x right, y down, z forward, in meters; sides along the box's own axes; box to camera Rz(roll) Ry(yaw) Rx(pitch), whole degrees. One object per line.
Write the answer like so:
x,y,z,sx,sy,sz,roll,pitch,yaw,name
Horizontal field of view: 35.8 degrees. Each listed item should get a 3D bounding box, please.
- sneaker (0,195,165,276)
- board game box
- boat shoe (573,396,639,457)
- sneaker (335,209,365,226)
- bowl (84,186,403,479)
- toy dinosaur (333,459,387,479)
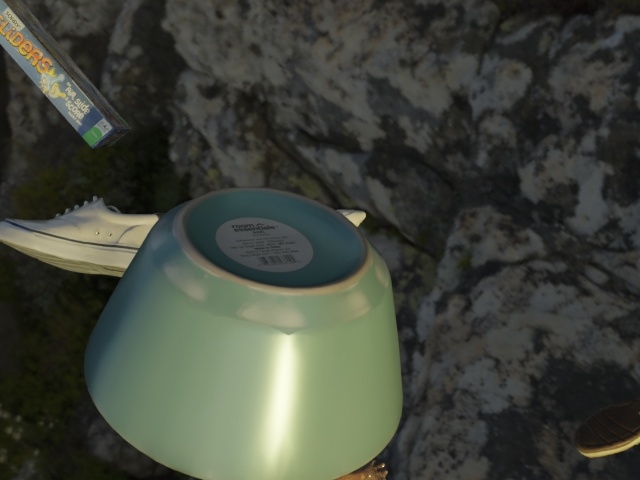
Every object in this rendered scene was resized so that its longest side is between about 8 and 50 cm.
-0.300,-0.009,1.284,0.258,0.094,0.091,9,73,19,sneaker
-0.298,-0.190,1.106,0.035,0.201,0.136,-40,8,2,board game box
0.464,0.274,1.461,0.190,0.072,0.068,-24,50,-1,boat shoe
0.000,0.000,1.760,0.212,0.094,0.080,-28,85,48,sneaker
-0.055,0.062,0.924,0.311,0.312,0.163,49,134,44,bowl
-0.062,0.304,1.215,0.296,0.200,0.127,23,103,49,toy dinosaur
